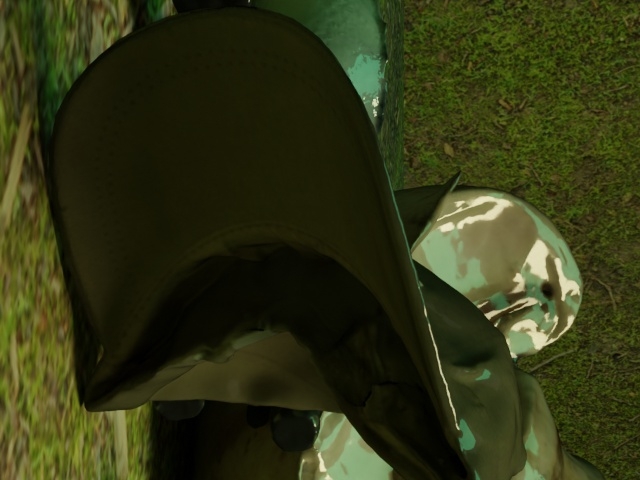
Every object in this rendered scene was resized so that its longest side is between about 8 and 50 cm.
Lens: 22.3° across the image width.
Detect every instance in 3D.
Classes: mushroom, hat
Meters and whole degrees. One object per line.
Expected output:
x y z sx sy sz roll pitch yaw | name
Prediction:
0.033 0.101 0.851 0.195 0.189 0.253 36 67 -30 | mushroom
0.000 0.000 0.578 0.144 0.166 0.173 -21 120 -59 | hat

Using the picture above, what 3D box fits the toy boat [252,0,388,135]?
-0.026 -0.084 0.836 0.208 0.079 0.134 -159 -106 -76 | toy boat

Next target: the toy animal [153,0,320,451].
-0.040 -0.030 0.687 0.137 0.082 0.269 -84 170 -56 | toy animal
